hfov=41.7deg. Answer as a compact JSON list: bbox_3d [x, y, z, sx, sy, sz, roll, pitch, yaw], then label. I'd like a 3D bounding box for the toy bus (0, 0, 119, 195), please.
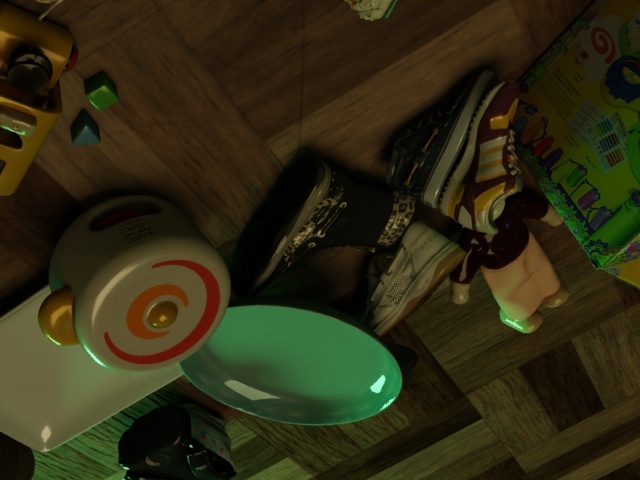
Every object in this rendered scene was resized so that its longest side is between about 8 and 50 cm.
[{"bbox_3d":[-0.304,-0.139,0.825,0.190,0.104,0.202,-18,138,-5],"label":"toy bus"}]

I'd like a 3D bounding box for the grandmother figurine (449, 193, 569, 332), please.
[{"bbox_3d":[0.261,0.009,1.227,0.208,0.104,0.342,-48,135,-12],"label":"grandmother figurine"}]

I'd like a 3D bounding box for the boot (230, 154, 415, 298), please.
[{"bbox_3d":[0.001,0.001,1.113,0.178,0.085,0.236,11,130,-35],"label":"boot"}]

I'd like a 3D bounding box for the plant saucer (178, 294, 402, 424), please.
[{"bbox_3d":[-0.043,0.166,1.172,0.317,0.044,0.318,6,142,5],"label":"plant saucer"}]

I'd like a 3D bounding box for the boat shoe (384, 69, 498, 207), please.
[{"bbox_3d":[0.148,-0.138,1.050,0.183,0.083,0.065,-64,155,5],"label":"boat shoe"}]

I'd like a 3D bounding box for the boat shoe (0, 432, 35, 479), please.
[{"bbox_3d":[-0.533,0.300,1.206,0.095,0.095,0.257,-15,145,28],"label":"boat shoe"}]

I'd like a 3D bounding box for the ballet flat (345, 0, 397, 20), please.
[{"bbox_3d":[0.084,-0.327,0.818,0.077,0.091,0.241,25,119,-13],"label":"ballet flat"}]

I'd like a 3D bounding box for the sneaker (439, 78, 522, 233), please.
[{"bbox_3d":[0.217,-0.099,1.017,0.069,0.084,0.186,-13,127,-58],"label":"sneaker"}]

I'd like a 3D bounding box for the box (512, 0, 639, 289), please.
[{"bbox_3d":[0.402,-0.135,0.987,0.177,0.290,0.279,20,124,-37],"label":"box"}]

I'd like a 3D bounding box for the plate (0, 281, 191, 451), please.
[{"bbox_3d":[-0.365,0.168,1.158,0.278,0.045,0.277,-30,136,9],"label":"plate"}]

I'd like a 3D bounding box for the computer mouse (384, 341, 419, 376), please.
[{"bbox_3d":[0.008,0.195,1.275,0.262,0.060,0.184,18,147,-28],"label":"computer mouse"}]

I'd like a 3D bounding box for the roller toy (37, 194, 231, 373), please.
[{"bbox_3d":[-0.213,0.054,0.999,0.209,0.146,0.191,30,99,-45],"label":"roller toy"}]

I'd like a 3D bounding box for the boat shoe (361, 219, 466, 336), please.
[{"bbox_3d":[0.113,0.056,1.215,0.098,0.096,0.277,-35,167,-34],"label":"boat shoe"}]

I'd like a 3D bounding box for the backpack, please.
[{"bbox_3d":[-0.213,0.332,1.338,0.152,0.115,0.182,-26,140,22],"label":"backpack"}]
